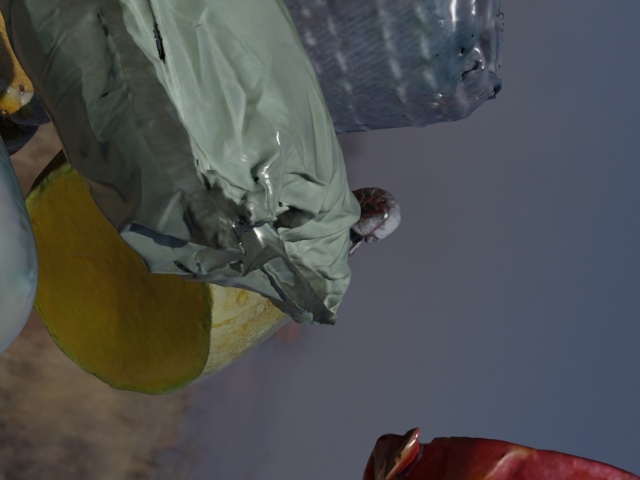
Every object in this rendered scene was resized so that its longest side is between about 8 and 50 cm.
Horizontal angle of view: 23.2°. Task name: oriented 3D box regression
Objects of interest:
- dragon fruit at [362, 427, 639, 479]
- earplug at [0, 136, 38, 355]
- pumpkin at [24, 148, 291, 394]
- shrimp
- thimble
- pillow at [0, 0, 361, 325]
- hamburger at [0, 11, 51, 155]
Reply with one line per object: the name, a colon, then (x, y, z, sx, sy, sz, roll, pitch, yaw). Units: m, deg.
dragon fruit: (0.162, 0.307, 1.050, 0.371, 0.386, 0.249, -35, -155, 58)
earplug: (-0.236, -0.061, 0.648, 0.185, 0.324, 0.185, -36, 152, -23)
pumpkin: (-0.167, 0.006, 1.662, 0.199, 0.332, 0.332, -46, 158, -53)
shrimp: (0.000, 0.000, 1.452, 0.165, 0.056, 0.065, -34, -131, 16)
thimble: (0.045, -0.201, 1.187, 0.205, 0.172, 0.236, -33, 115, -77)
pillow: (-0.082, -0.100, 0.866, 0.138, 0.310, 0.283, -30, 167, 2)
hamburger: (-0.441, -0.238, 1.885, 0.158, 0.318, 0.318, -38, -164, 28)
